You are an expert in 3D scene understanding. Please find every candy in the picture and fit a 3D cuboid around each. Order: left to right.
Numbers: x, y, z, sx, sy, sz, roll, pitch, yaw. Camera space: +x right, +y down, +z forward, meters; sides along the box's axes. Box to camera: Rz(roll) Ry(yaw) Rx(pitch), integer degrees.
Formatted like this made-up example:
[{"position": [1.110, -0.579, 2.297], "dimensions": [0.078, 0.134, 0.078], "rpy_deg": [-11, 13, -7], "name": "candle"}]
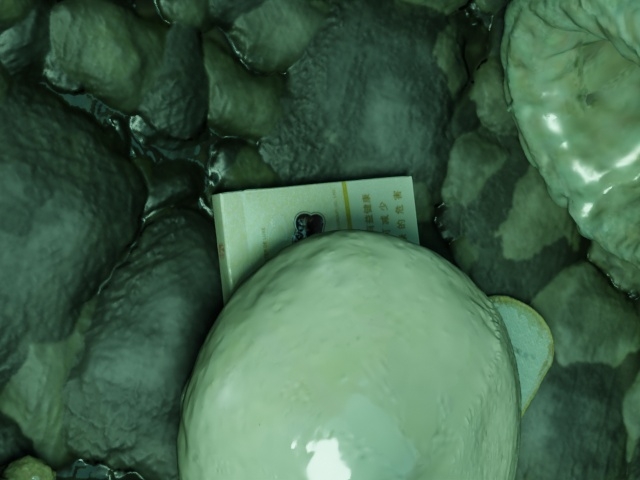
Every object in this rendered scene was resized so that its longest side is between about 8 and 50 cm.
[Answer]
[{"position": [0.033, 0.141, 1.086], "dimensions": [0.295, 0.185, 0.295], "rpy_deg": [-2, 95, -20], "name": "candy"}]

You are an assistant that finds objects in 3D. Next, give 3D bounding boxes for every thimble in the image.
[{"position": [0.287, -0.113, 1.175], "dimensions": [0.195, 0.291, 0.291], "rpy_deg": [-27, 97, -18], "name": "thimble"}]

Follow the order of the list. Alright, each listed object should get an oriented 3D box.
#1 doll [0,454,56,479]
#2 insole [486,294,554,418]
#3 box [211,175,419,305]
[{"position": [-0.160, 0.304, 1.052], "dimensions": [0.286, 0.091, 0.202], "rpy_deg": [47, 37, -25], "name": "doll"}, {"position": [0.095, 0.202, 1.199], "dimensions": [0.119, 0.009, 0.348], "rpy_deg": [28, 75, -6], "name": "insole"}, {"position": [0.000, 0.000, 1.175], "dimensions": [0.167, 0.024, 0.090], "rpy_deg": [-6, 89, -24], "name": "box"}]
